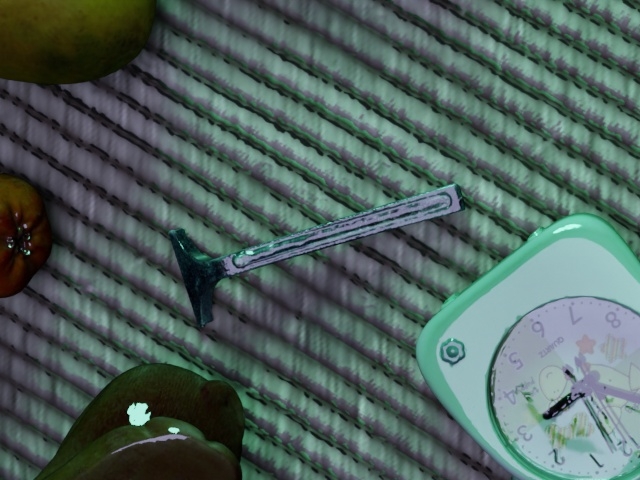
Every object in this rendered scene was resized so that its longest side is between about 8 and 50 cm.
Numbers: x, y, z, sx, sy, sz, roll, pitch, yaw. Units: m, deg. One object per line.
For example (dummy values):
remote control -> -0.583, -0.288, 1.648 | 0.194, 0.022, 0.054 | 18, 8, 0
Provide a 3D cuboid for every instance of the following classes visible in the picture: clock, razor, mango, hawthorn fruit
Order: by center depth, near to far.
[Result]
clock -> 0.160, 0.090, 1.132 | 0.148, 0.060, 0.188 | -36, 88, 10
mango -> -0.222, -0.194, 1.141 | 0.254, 0.139, 0.175 | 9, 105, 2
razor -> -0.001, 0.000, 1.167 | 0.190, 0.033, 0.066 | -16, 92, 10
hawthorn fruit -> -0.222, -0.007, 1.188 | 0.093, 0.081, 0.081 | 12, 97, 38

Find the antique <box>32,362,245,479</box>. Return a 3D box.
antique -> -0.146, 0.184, 1.156 | 0.121, 0.143, 0.257 | 32, 107, -15
